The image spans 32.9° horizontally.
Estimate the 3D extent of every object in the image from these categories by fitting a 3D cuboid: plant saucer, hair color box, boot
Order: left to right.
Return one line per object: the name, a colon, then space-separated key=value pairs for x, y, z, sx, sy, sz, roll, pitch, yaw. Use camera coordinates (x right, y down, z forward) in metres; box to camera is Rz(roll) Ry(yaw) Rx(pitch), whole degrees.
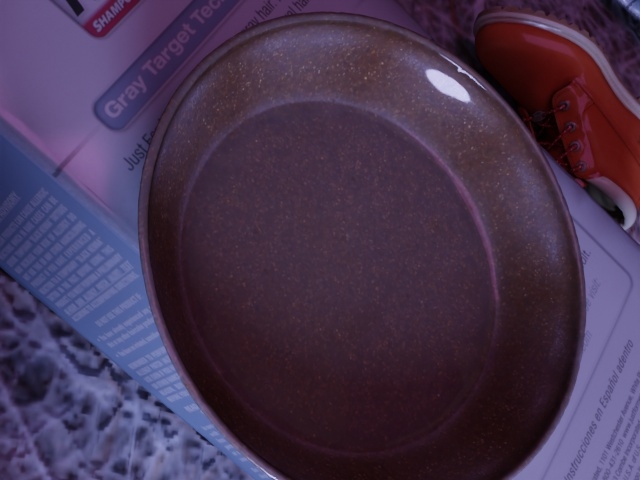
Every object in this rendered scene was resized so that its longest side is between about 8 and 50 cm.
hair color box: x=0.000 y=0.000 z=0.508 sx=0.374 sy=0.113 sz=0.185 roll=43 pitch=57 yaw=-12
plant saucer: x=0.017 y=0.008 z=0.425 sx=0.198 sy=0.036 sz=0.199 roll=9 pitch=70 yaw=-27
boot: x=0.148 y=-0.073 z=0.659 sx=0.158 sy=0.059 sz=0.085 roll=37 pitch=63 yaw=-16

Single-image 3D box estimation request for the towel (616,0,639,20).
towel: x=0.288 y=-0.250 z=0.767 sx=0.283 sy=0.121 sz=0.235 roll=43 pitch=57 yaw=-11
